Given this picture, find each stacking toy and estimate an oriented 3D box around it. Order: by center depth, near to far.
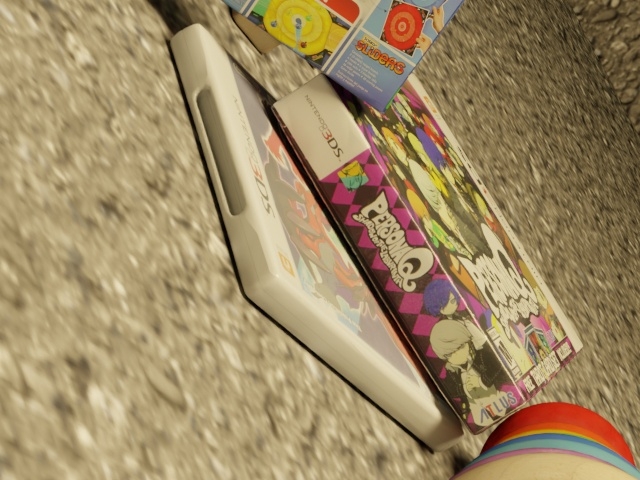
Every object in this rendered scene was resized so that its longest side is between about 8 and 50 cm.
[{"bbox_3d":[0.110,0.142,0.974,0.141,0.141,0.330,59,8,-2],"label":"stacking toy"}]

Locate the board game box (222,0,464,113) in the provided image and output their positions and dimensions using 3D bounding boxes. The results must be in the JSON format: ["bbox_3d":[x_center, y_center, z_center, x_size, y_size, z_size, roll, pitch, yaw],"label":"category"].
[{"bbox_3d":[-0.009,-0.179,1.039,0.201,0.136,0.035,36,17,-4],"label":"board game box"}]

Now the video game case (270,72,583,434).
[{"bbox_3d":[0.069,-0.002,1.162,0.210,0.042,0.232,58,15,5],"label":"video game case"}]

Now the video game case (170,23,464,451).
[{"bbox_3d":[0.000,0.000,1.065,0.201,0.023,0.183,43,22,-48],"label":"video game case"}]

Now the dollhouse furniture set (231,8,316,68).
[{"bbox_3d":[-0.037,-0.307,1.253,0.355,0.174,0.303,50,17,-33],"label":"dollhouse furniture set"}]
